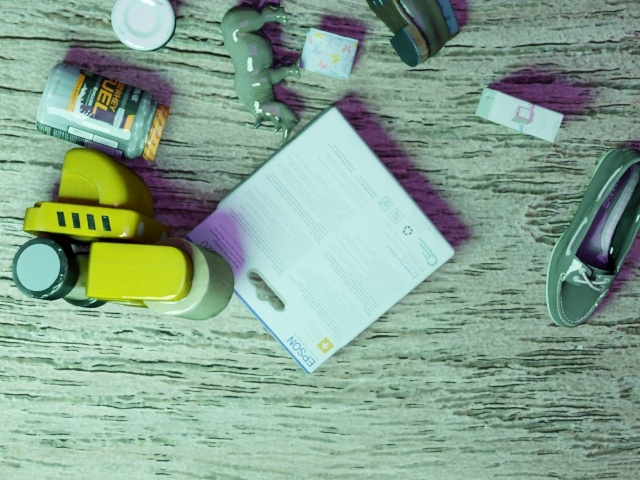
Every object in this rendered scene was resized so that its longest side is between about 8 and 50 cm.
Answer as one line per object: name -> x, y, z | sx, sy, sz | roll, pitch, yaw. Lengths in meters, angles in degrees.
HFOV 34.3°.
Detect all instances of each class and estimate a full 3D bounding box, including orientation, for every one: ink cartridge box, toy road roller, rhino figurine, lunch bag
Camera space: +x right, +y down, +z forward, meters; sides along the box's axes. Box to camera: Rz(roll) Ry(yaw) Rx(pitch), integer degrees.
ink cartridge box -> 0.331, -0.211, 1.738 | 0.122, 0.088, 0.052 | 19, 99, -9
toy road roller -> -0.300, -0.011, 1.609 | 0.329, 0.202, 0.241 | 5, 83, 13
rhino figurine -> -0.091, -0.272, 1.682 | 0.106, 0.073, 0.243 | -15, 102, -9
lunch bag -> 0.011, -0.307, 1.700 | 0.083, 0.053, 0.071 | 10, 100, -19
ink cartridge box -> 0.000, 0.000, 1.741 | 0.330, 0.071, 0.324 | -40, 102, 4

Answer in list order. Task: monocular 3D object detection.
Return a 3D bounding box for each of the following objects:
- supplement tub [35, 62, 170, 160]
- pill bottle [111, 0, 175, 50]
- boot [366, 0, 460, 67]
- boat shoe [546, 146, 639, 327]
supplement tub -> -0.342, -0.198, 1.639 | 0.190, 0.117, 0.117 | 17, 97, -10
pill bottle -> -0.269, -0.338, 1.598 | 0.094, 0.169, 0.094 | -1, 99, -6
boot -> 0.142, -0.402, 1.704 | 0.106, 0.082, 0.219 | -30, 98, -24
boat shoe -> 0.481, -0.002, 1.787 | 0.112, 0.095, 0.335 | 18, 96, -10
